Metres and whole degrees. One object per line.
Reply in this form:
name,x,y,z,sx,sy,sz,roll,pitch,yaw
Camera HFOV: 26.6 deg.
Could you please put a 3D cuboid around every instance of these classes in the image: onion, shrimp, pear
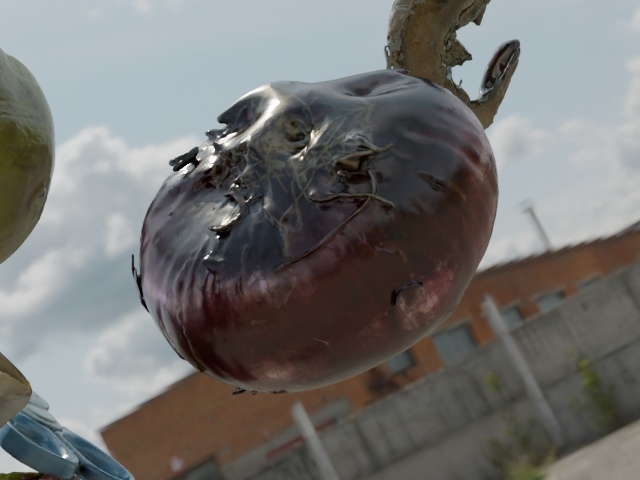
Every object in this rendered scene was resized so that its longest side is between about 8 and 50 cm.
onion,0.000,0.000,1.098,0.313,0.232,0.314,-19,34,13
shrimp,0.146,-0.199,1.303,0.058,0.173,0.253,-8,27,46
pear,-0.442,-0.097,1.602,0.269,0.321,0.269,7,-25,3

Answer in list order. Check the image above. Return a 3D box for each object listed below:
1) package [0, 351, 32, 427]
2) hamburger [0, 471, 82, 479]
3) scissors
package,-0.375,0.153,0.908,0.311,0.221,0.165,-40,19,0
hamburger,-0.252,0.343,1.201,0.300,0.300,0.176,-21,8,-33
scissors,-0.251,0.137,1.116,0.125,0.256,0.030,31,-90,-43
